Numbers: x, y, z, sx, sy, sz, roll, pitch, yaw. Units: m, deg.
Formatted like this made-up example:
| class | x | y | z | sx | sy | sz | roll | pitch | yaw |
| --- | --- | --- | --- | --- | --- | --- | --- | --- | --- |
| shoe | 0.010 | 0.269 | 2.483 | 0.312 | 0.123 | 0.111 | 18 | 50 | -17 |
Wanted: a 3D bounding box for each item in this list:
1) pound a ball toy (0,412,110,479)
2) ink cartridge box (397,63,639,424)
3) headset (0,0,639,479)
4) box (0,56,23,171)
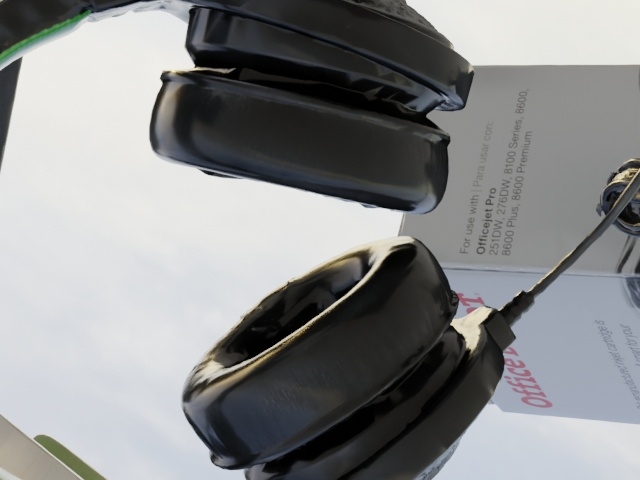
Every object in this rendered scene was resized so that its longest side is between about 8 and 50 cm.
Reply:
| class | x | y | z | sx | sy | sz | roll | pitch | yaw |
| --- | --- | --- | --- | --- | --- | --- | --- | --- | --- |
| pound a ball toy | -0.146 | 0.221 | 0.934 | 0.319 | 0.135 | 0.208 | 25 | 167 | 48 |
| ink cartridge box | 0.283 | 0.016 | 1.037 | 0.395 | 0.166 | 0.285 | 3 | 156 | 23 |
| headset | 0.000 | 0.000 | 0.659 | 0.394 | 0.243 | 0.185 | -8 | -175 | -11 |
| box | -0.517 | -0.161 | 1.328 | 0.472 | 0.479 | 0.297 | 7 | 176 | 38 |
